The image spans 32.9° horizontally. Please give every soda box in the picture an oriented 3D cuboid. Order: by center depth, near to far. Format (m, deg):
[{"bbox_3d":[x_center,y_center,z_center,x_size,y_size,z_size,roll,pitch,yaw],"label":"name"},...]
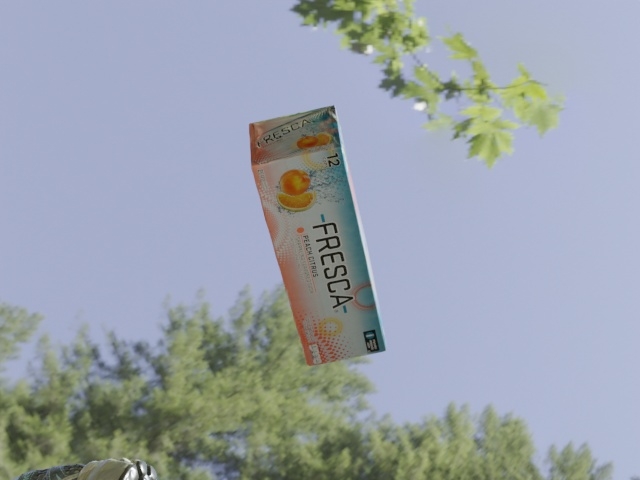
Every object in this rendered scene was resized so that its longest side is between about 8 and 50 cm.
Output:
[{"bbox_3d":[0.000,0.000,0.758,0.063,0.058,0.183,-11,-53,3],"label":"soda box"}]

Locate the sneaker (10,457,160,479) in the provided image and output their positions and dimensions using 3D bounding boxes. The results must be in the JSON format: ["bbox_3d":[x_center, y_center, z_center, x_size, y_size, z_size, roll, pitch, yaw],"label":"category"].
[{"bbox_3d":[-0.188,0.265,0.656,0.122,0.283,0.110,-2,-44,23],"label":"sneaker"}]
